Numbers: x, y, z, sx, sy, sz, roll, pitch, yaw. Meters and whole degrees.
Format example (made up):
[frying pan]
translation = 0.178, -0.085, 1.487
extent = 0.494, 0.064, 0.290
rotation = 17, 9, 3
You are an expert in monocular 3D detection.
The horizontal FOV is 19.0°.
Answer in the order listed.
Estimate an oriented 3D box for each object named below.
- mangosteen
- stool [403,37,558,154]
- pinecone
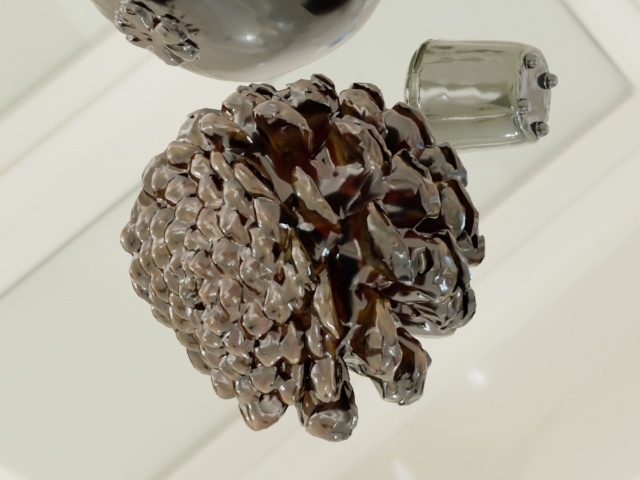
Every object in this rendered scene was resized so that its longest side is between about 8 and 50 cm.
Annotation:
[mangosteen]
translation = -0.058, -0.281, 1.598
extent = 0.297, 0.313, 0.297
rotation = 51, 162, 24
[stool]
translation = 0.125, -0.115, 1.519
extent = 0.110, 0.096, 0.096
rotation = 1, 146, 26
[pinecone]
translation = 0.000, 0.000, 1.140
extent = 0.221, 0.221, 0.221
rotation = 50, 174, 7
